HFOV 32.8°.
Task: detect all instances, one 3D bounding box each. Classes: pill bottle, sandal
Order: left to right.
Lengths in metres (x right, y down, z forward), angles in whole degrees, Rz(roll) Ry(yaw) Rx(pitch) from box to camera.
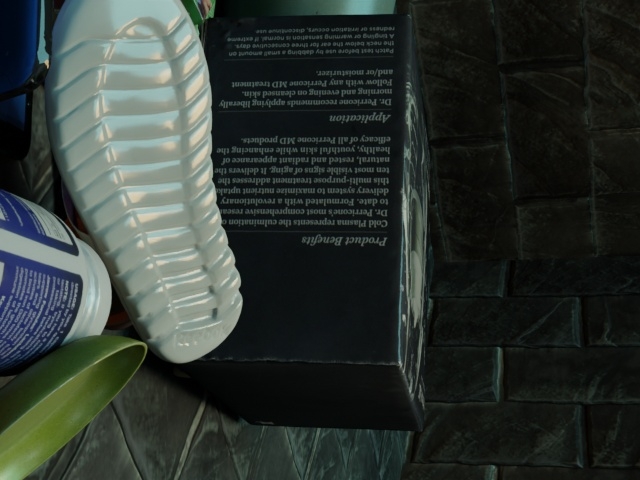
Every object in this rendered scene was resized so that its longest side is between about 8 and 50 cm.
[{"bbox_3d":[-0.280,0.031,0.871,0.265,0.153,0.153,36,53,-72],"label":"pill bottle"},{"bbox_3d":[-0.187,-0.061,1.067,0.169,0.102,0.416,-27,122,-33],"label":"sandal"}]

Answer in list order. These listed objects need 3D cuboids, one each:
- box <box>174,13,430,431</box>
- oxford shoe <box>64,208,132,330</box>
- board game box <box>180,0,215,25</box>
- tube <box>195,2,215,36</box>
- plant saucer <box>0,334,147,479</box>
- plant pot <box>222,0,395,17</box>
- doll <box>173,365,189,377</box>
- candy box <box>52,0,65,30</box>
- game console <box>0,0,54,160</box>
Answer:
[{"bbox_3d":[0.000,0.000,1.553,0.480,0.298,0.471,65,28,-70],"label":"box"},{"bbox_3d":[-0.225,-0.079,1.225,0.133,0.130,0.363,103,-5,-78],"label":"oxford shoe"},{"bbox_3d":[-0.202,-0.451,1.358,0.213,0.046,0.317,-75,147,-53],"label":"board game box"},{"bbox_3d":[-0.183,-0.239,1.495,0.070,0.062,0.240,13,76,-32],"label":"tube"},{"bbox_3d":[-0.252,0.157,0.930,0.037,0.241,0.241,48,12,7],"label":"plant saucer"},{"bbox_3d":[-0.012,-0.429,1.706,0.341,0.341,0.334,6,90,-76],"label":"plant pot"},{"bbox_3d":[-0.192,0.090,1.418,0.189,0.046,0.129,77,16,-44],"label":"doll"},{"bbox_3d":[-0.246,-0.233,1.095,0.186,0.053,0.109,120,-30,-70],"label":"candy box"},{"bbox_3d":[-0.260,-0.242,0.982,0.173,0.250,0.293,9,77,-48],"label":"game console"}]
